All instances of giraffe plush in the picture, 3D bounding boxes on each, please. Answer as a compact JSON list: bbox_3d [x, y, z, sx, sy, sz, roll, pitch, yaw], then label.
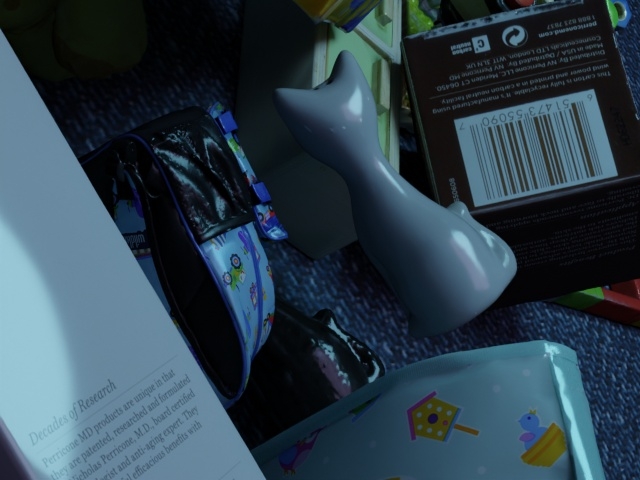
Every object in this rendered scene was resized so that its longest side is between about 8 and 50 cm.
[{"bbox_3d":[-0.211,-0.157,1.065,0.170,0.210,0.181,-31,92,-29],"label":"giraffe plush"}]

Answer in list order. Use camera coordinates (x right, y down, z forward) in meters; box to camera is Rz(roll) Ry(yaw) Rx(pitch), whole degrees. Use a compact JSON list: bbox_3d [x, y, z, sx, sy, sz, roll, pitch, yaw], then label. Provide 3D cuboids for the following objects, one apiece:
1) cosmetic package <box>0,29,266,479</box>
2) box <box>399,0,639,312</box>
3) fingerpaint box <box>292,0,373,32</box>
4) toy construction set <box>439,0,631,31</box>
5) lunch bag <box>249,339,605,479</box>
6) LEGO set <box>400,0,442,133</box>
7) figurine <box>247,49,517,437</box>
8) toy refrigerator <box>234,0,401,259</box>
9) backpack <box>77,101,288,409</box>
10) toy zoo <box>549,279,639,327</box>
[{"bbox_3d":[-0.185,0.078,0.872,0.365,0.197,0.155,58,33,-3],"label":"cosmetic package"},{"bbox_3d":[0.166,-0.064,1.427,0.203,0.169,0.167,74,4,-65],"label":"box"},{"bbox_3d":[-0.069,-0.313,1.117,0.371,0.163,0.445,43,6,-1],"label":"fingerpaint box"},{"bbox_3d":[0.151,-0.279,1.508,0.328,0.151,0.215,43,57,-6],"label":"toy construction set"},{"bbox_3d":[0.072,0.203,1.076,0.160,0.262,0.223,29,44,-41],"label":"lunch bag"},{"bbox_3d":[0.133,-0.206,1.617,0.132,0.107,0.287,58,32,-7],"label":"LEGO set"},{"bbox_3d":[0.000,0.000,1.213,0.215,0.092,0.209,-38,99,-23],"label":"figurine"},{"bbox_3d":[0.003,-0.129,1.388,0.102,0.094,0.269,37,39,-33],"label":"toy refrigerator"},{"bbox_3d":[-0.095,0.021,1.078,0.117,0.158,0.173,-32,96,-51],"label":"backpack"},{"bbox_3d":[0.285,-0.010,1.755,0.293,0.030,0.192,16,54,-48],"label":"toy zoo"}]
